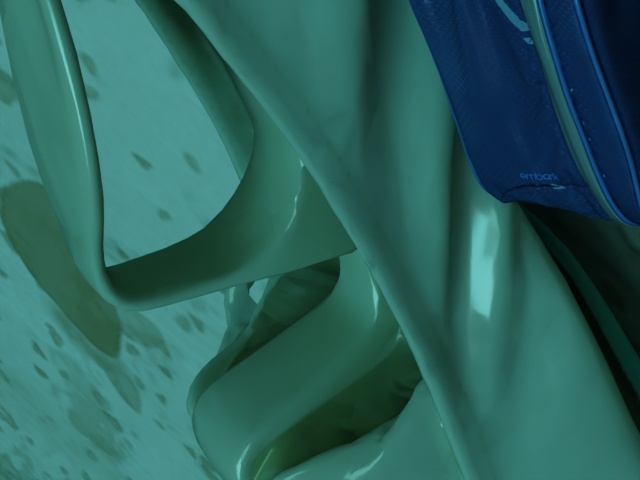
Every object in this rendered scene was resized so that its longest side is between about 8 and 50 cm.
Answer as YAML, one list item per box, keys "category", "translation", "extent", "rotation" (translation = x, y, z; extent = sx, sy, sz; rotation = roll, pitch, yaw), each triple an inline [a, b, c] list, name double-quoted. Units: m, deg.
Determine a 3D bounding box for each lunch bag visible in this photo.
- category: "lunch bag"
  translation: [0.069, -0.054, 0.443]
  extent: [0.065, 0.067, 0.098]
  rotation: [14, 138, 45]

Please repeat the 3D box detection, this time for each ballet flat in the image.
- category: "ballet flat"
  translation: [0.000, 0.000, 0.539]
  extent: [0.139, 0.139, 0.400]
  rotation: [17, 142, 44]
